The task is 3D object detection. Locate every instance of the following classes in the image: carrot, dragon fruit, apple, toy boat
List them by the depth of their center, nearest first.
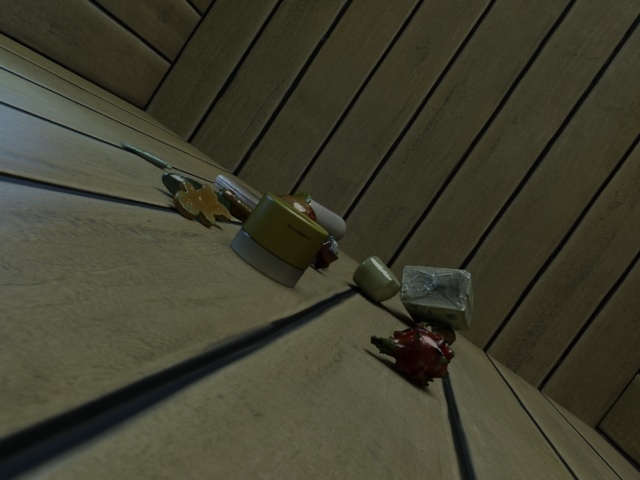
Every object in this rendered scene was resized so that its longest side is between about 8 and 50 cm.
[{"bbox_3d":[0.234,0.275,1.369,0.235,0.137,0.135,33,17,-16],"label":"dragon fruit"},{"bbox_3d":[-0.386,-0.148,1.669,0.260,0.078,0.085,30,32,-51],"label":"toy boat"},{"bbox_3d":[-0.112,-0.048,1.817,0.211,0.211,0.188,37,5,32],"label":"apple"},{"bbox_3d":[-0.276,-0.096,2.086,0.298,0.078,0.078,38,3,-22],"label":"carrot"},{"bbox_3d":[0.520,0.421,2.363,0.101,0.102,0.263,36,8,26],"label":"carrot"}]

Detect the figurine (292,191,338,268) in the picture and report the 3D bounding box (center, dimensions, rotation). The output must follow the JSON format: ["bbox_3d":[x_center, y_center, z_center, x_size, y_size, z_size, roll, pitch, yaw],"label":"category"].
[{"bbox_3d":[0.000,0.000,2.218,0.284,0.204,0.338,52,9,36],"label":"figurine"}]

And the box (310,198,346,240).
[{"bbox_3d":[-0.071,-0.088,2.469,0.288,0.141,0.348,-4,-22,42],"label":"box"}]

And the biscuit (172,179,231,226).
[{"bbox_3d":[-0.346,-0.105,1.545,0.153,0.030,0.234,53,18,3],"label":"biscuit"}]

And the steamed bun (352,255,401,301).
[{"bbox_3d":[0.247,0.180,2.384,0.200,0.154,0.250,50,8,18],"label":"steamed bun"}]

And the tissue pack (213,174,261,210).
[{"bbox_3d":[-0.289,-0.158,2.282,0.325,0.071,0.170,37,7,16],"label":"tissue pack"}]

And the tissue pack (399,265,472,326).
[{"bbox_3d":[0.536,0.266,2.463,0.296,0.207,0.380,7,-19,19],"label":"tissue pack"}]

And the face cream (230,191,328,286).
[{"bbox_3d":[-0.112,-0.004,1.512,0.218,0.179,0.218,34,4,-3],"label":"face cream"}]

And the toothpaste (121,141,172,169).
[{"bbox_3d":[-0.626,-0.305,1.957,0.197,0.029,0.048,28,7,-34],"label":"toothpaste"}]
